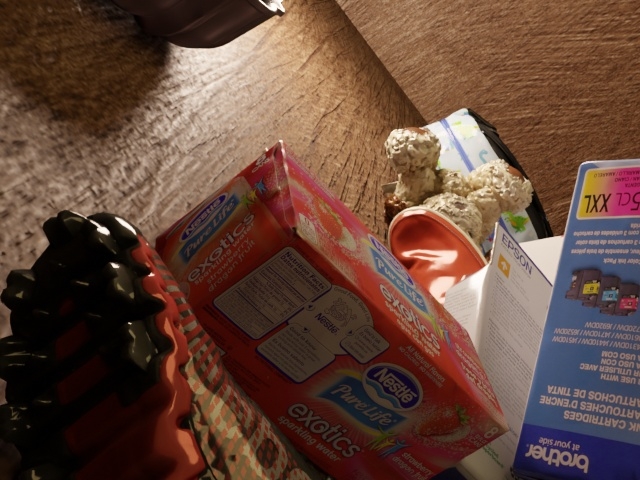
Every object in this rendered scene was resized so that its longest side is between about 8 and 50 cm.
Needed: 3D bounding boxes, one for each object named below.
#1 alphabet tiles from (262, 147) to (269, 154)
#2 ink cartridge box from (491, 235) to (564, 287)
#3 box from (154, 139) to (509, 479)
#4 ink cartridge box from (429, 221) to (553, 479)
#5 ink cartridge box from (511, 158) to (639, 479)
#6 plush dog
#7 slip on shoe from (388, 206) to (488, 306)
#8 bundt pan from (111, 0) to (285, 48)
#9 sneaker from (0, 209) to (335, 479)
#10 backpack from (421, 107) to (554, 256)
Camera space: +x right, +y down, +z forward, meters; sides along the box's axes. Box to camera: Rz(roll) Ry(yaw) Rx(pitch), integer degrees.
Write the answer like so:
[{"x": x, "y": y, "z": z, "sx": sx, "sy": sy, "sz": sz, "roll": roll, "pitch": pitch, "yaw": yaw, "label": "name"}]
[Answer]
[{"x": 0.000, "y": 0.000, "z": 0.915, "sx": 0.198, "sy": 0.009, "sz": 0.237, "roll": 35, "pitch": 24, "yaw": -47, "label": "alphabet tiles"}, {"x": 0.358, "y": 0.135, "z": 1.101, "sx": 0.117, "sy": 0.207, "sz": 0.283, "roll": -98, "pitch": 176, "yaw": -57, "label": "ink cartridge box"}, {"x": 0.009, "y": 0.070, "z": 0.588, "sx": 0.257, "sy": 0.128, "sz": 0.122, "roll": 44, "pitch": 20, "yaw": -31, "label": "box"}, {"x": 0.244, "y": 0.201, "z": 0.894, "sx": 0.324, "sy": 0.071, "sz": 0.330, "roll": 46, "pitch": 39, "yaw": -23, "label": "ink cartridge box"}, {"x": 0.350, "y": 0.150, "z": 0.808, "sx": 0.270, "sy": 0.151, "sz": 0.395, "roll": 29, "pitch": 72, "yaw": -37, "label": "ink cartridge box"}, {"x": 0.194, "y": -0.030, "z": 1.288, "sx": 0.262, "sy": 0.210, "sz": 0.225, "roll": 23, "pitch": 38, "yaw": -7, "label": "plush dog"}, {"x": 0.169, "y": 0.086, "z": 1.034, "sx": 0.101, "sy": 0.123, "sz": 0.331, "roll": 27, "pitch": 36, "yaw": -50, "label": "slip on shoe"}, {"x": -0.190, "y": -0.344, "z": 0.871, "sx": 0.331, "sy": 0.124, "sz": 0.331, "roll": 49, "pitch": 17, "yaw": -20, "label": "bundt pan"}, {"x": -0.060, "y": 0.112, "z": 0.369, "sx": 0.135, "sy": 0.098, "sz": 0.276, "roll": 21, "pitch": 39, "yaw": -61, "label": "sneaker"}, {"x": 0.311, "y": -0.082, "z": 1.574, "sx": 0.290, "sy": 0.273, "sz": 0.355, "roll": -77, "pitch": 151, "yaw": -66, "label": "backpack"}]
